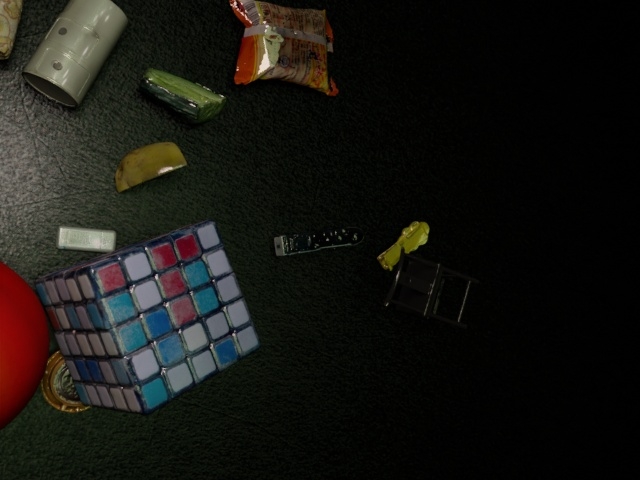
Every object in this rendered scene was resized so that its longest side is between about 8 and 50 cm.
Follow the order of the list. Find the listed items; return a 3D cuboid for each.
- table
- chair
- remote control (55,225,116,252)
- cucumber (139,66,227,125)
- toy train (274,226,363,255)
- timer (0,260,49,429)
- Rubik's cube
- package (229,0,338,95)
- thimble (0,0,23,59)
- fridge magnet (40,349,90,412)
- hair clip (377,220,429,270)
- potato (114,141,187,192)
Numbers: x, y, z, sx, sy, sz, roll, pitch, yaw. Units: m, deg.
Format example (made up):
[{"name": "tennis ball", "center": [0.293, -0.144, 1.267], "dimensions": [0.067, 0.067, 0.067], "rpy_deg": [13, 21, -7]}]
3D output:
[{"name": "table", "center": [-0.514, -0.404, 1.361], "dimensions": [0.126, 0.126, 0.219], "rpy_deg": [31, 74, -21]}, {"name": "chair", "center": [0.264, 0.128, 1.691], "dimensions": [0.260, 0.141, 0.154], "rpy_deg": [21, 80, -25]}, {"name": "remote control", "center": [-0.507, -0.002, 1.402], "dimensions": [0.125, 0.018, 0.053], "rpy_deg": [5, 84, -25]}, {"name": "cucumber", "center": [-0.318, -0.322, 1.476], "dimensions": [0.193, 0.085, 0.115], "rpy_deg": [27, 32, -20]}, {"name": "toy train", "center": [0.000, 0.000, 1.625], "dimensions": [0.234, 0.051, 0.052], "rpy_deg": [-8, 91, -29]}, {"name": "timer", "center": [-0.685, 0.194, 1.148], "dimensions": [0.378, 0.279, 0.377], "rpy_deg": [-7, 103, -31]}, {"name": "Rubik's cube", "center": [-0.344, 0.150, 1.290], "dimensions": [0.287, 0.293, 0.291], "rpy_deg": [-24, 97, -42]}, {"name": "package", "center": [-0.079, -0.473, 1.582], "dimensions": [0.288, 0.108, 0.223], "rpy_deg": [-4, 91, -28]}, {"name": "thimble", "center": [-0.697, -0.449, 1.273], "dimensions": [0.191, 0.137, 0.143], "rpy_deg": [8, 86, -10]}, {"name": "fridge magnet", "center": [-0.513, 0.291, 1.360], "dimensions": [0.143, 0.063, 0.142], "rpy_deg": [1, 89, -28]}, {"name": "hair clip", "center": [0.228, 0.013, 1.735], "dimensions": [0.173, 0.046, 0.072], "rpy_deg": [-44, 115, -20]}, {"name": "potato", "center": [-0.379, -0.171, 1.415], "dimensions": [0.149, 0.120, 0.081], "rpy_deg": [-27, 100, -25]}]
